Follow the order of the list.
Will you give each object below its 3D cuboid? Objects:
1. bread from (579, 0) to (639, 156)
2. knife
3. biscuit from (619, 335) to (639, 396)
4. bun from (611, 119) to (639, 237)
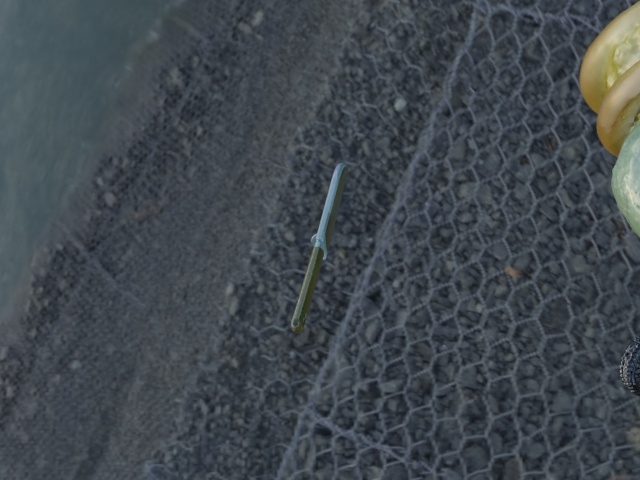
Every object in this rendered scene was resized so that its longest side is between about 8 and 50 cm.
[{"bbox_3d":[0.488,-0.198,1.128,0.270,0.211,0.315,58,146,4],"label":"bread"},{"bbox_3d":[0.000,0.001,1.319,0.027,0.061,0.343,7,54,12],"label":"knife"},{"bbox_3d":[0.460,0.174,1.206,0.089,0.087,0.027,-31,22,-14],"label":"biscuit"},{"bbox_3d":[0.396,-0.050,0.916,0.126,0.212,0.204,-36,24,52],"label":"bun"}]
